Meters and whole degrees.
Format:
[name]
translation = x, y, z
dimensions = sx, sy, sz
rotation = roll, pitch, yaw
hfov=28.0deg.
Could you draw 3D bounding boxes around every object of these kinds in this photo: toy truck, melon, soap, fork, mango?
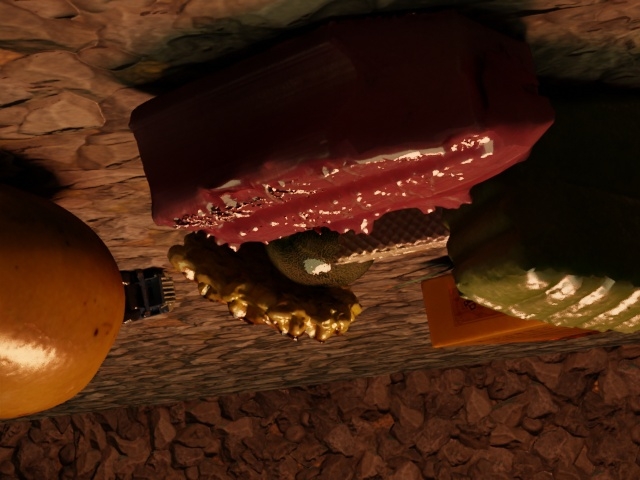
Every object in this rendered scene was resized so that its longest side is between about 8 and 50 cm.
[toy truck]
translation = -0.296, 0.088, 1.869
dimensions = 0.201, 0.074, 0.088
rotation = -16, 173, 35
[melon]
translation = 0.000, 0.000, 1.481
dimensions = 0.114, 0.114, 0.167
rotation = -13, 166, 30
[soap]
translation = 0.025, -0.088, 1.068
dimensions = 0.324, 0.127, 0.220
rotation = -15, 166, 32
[fork]
translation = 0.187, 0.044, 2.004
dimensions = 0.039, 0.021, 0.235
rotation = 9, 162, -38
[mango]
translation = -0.392, 0.045, 1.261
dimensions = 0.300, 0.232, 0.445
rotation = -10, 159, 39

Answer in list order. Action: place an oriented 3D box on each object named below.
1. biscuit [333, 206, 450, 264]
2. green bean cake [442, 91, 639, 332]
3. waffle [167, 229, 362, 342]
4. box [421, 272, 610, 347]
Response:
[biscuit]
translation = 0.118, -0.046, 1.350
dimensions = 0.238, 0.108, 0.062
rotation = -11, 173, 18
[green bean cake]
translation = 0.229, -0.034, 1.203
dimensions = 0.248, 0.222, 0.125
rotation = 8, 155, -29
[waffle]
translation = -0.062, 0.044, 1.558
dimensions = 0.243, 0.059, 0.238
rotation = 27, -163, 13
[box]
translation = 0.390, 0.088, 2.030
dimensions = 0.415, 0.116, 0.264
rotation = 0, 166, -45
